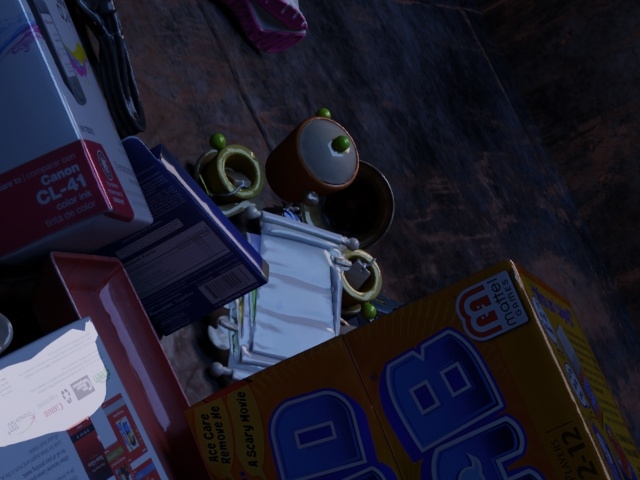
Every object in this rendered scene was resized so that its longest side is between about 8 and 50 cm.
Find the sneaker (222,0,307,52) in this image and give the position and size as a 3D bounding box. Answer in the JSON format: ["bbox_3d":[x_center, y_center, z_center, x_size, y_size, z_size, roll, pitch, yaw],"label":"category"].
[{"bbox_3d":[-0.113,-0.375,2.627,0.252,0.103,0.111,54,17,-38],"label":"sneaker"}]

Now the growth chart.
[{"bbox_3d":[-0.043,0.068,2.150,0.172,0.021,0.237,22,56,-20],"label":"growth chart"}]

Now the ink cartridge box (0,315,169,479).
[{"bbox_3d":[-0.235,0.234,1.499,0.271,0.130,0.309,64,21,-1],"label":"ink cartridge box"}]

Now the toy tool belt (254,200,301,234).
[{"bbox_3d":[-0.044,-0.023,2.391,0.083,0.051,0.052,21,45,-61],"label":"toy tool belt"}]

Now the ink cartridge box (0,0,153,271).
[{"bbox_3d":[-0.282,-0.135,1.761,0.226,0.131,0.306,15,53,-84],"label":"ink cartridge box"}]

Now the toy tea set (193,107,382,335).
[{"bbox_3d":[0.000,0.000,2.280,0.200,0.124,0.336,-23,86,-41],"label":"toy tea set"}]

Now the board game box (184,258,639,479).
[{"bbox_3d":[0.136,0.270,1.936,0.356,0.356,0.356,67,12,14],"label":"board game box"}]

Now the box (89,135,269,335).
[{"bbox_3d":[-0.171,-0.010,1.950,0.225,0.136,0.036,49,25,-31],"label":"box"}]

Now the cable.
[{"bbox_3d":[-0.263,-0.250,2.197,0.139,0.072,0.287,21,55,-85],"label":"cable"}]

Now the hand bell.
[{"bbox_3d":[0.051,-0.048,2.618,0.126,0.126,0.242,63,8,3],"label":"hand bell"}]

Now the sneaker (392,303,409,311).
[{"bbox_3d":[0.193,0.151,2.493,0.286,0.130,0.109,38,34,-45],"label":"sneaker"}]

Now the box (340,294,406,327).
[{"bbox_3d":[0.109,0.159,2.532,0.233,0.044,0.159,22,44,-60],"label":"box"}]

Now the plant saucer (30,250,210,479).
[{"bbox_3d":[-0.183,0.138,1.797,0.259,0.048,0.258,63,7,5],"label":"plant saucer"}]

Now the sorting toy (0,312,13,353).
[{"bbox_3d":[-0.362,0.052,1.487,0.193,0.038,0.208,37,22,8],"label":"sorting toy"}]
